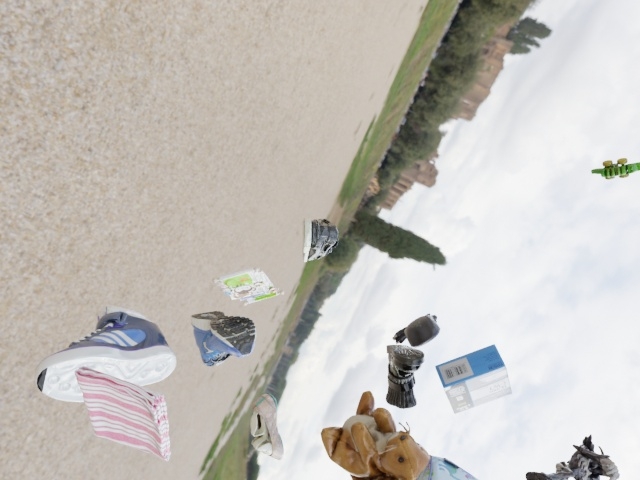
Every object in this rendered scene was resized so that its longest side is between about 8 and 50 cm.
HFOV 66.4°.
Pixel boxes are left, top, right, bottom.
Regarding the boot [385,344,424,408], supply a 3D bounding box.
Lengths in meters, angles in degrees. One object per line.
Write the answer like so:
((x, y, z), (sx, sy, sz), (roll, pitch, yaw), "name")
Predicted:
((0.358, 0.590, 2.076), (0.348, 0.131, 0.261), (96, -4, -84), "boot")

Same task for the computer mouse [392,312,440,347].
((0.343, 0.311, 1.733), (0.188, 0.072, 0.272), (-32, 176, 0), "computer mouse")

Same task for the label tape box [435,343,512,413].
((0.628, 0.589, 1.967), (0.115, 0.249, 0.348), (-104, 169, -50), "label tape box")

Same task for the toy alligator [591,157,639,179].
((0.928, -0.217, 1.486), (0.051, 0.189, 0.056), (-43, 120, -45), "toy alligator")

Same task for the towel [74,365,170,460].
((-0.316, 0.287, 0.788), (0.029, 0.144, 0.197), (-64, 167, -50), "towel")

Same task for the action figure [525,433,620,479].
((0.619, 0.570, 1.152), (0.141, 0.275, 0.164), (20, -67, 60), "action figure")

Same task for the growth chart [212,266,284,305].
((-0.236, 0.151, 1.589), (0.237, 0.171, 0.021), (58, 14, -58), "growth chart")

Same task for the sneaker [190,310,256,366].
((-0.286, 0.304, 1.460), (0.330, 0.129, 0.147), (2, -82, 57), "sneaker")

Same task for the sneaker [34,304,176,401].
((-0.528, 0.250, 1.163), (0.322, 0.236, 0.130), (5, 112, -47), "sneaker")

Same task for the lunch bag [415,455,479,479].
((0.259, 0.538, 0.932), (0.090, 0.176, 0.219), (-63, 169, 26), "lunch bag")

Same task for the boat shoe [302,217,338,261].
((0.000, -0.004, 1.500), (0.340, 0.112, 0.127), (101, -11, -77), "boat shoe")

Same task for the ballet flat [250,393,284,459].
((-0.213, 0.723, 1.845), (0.106, 0.107, 0.316), (-24, 117, -39), "ballet flat")

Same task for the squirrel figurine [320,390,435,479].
((0.244, 0.801, 1.764), (0.280, 0.370, 0.398), (-20, 103, -40), "squirrel figurine")
